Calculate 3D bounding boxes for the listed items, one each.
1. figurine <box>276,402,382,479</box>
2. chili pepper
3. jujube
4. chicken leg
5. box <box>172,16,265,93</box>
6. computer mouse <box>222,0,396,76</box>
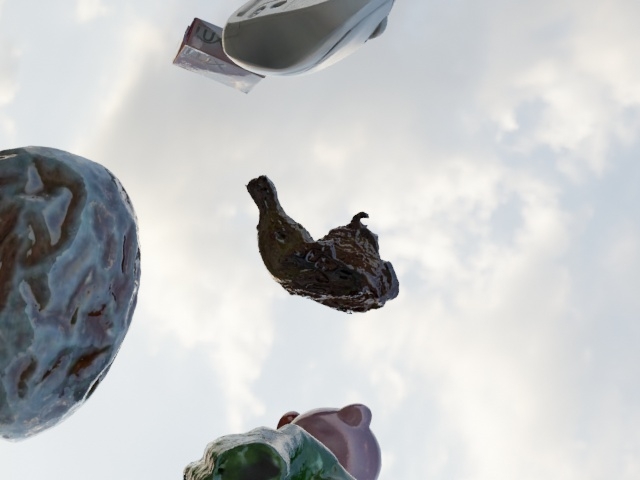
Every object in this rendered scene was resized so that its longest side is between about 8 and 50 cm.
[{"bbox_3d":[0.015,0.343,2.292,0.173,0.173,0.173,-23,-117,55],"label":"figurine"},{"bbox_3d":[-0.044,0.294,1.626,0.167,0.213,0.385,-57,172,-9],"label":"chili pepper"},{"bbox_3d":[-0.319,0.058,1.550,0.215,0.246,0.308,153,-54,-64],"label":"jujube"},{"bbox_3d":[-0.008,0.010,2.462,0.083,0.322,0.177,72,40,-68],"label":"chicken leg"},{"bbox_3d":[-0.162,-0.306,2.429,0.111,0.156,0.060,148,-40,-69],"label":"box"},{"bbox_3d":[-0.004,-0.300,2.057,0.297,0.184,0.121,-7,-64,36],"label":"computer mouse"}]
